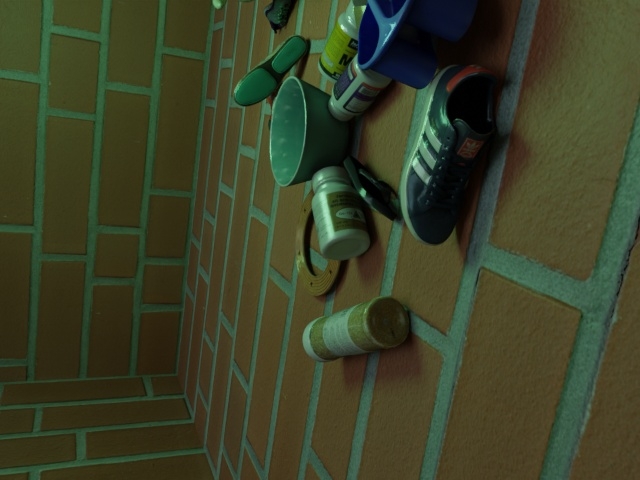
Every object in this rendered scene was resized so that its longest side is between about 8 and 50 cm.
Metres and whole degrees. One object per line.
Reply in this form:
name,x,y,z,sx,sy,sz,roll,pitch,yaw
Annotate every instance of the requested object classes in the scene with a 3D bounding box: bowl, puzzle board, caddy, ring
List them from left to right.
bowl,-0.025,-0.303,1.609,0.311,0.163,0.311,-178,90,-68
ring,0.000,0.000,1.686,0.337,0.032,0.336,-176,90,-66
puzzle board,0.133,-0.507,1.319,0.128,0.011,0.096,19,130,46
caddy,0.166,-0.463,1.103,0.341,0.179,0.241,-85,22,-45

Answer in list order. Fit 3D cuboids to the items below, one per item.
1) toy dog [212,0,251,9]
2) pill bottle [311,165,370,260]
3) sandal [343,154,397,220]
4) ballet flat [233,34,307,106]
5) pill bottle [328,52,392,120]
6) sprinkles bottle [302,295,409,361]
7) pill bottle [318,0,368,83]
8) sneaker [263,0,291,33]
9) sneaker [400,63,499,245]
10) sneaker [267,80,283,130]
toy dog,-0.196,-0.947,1.827,0.395,0.284,0.408,-45,31,-12
pill bottle,0.046,-0.075,1.473,0.131,0.131,0.229,127,139,-51
sandal,0.123,-0.143,1.373,0.054,0.097,0.254,-45,42,18
ballet flat,-0.171,-0.578,1.917,0.316,0.107,0.106,-38,25,5
pill bottle,0.095,-0.390,1.431,0.193,0.108,0.108,141,128,-58
sprinkles bottle,0.076,0.227,1.384,0.355,0.121,0.121,146,123,-60
pill bottle,0.083,-0.519,1.457,0.208,0.119,0.119,123,142,-48
sneaker,-0.135,-0.845,2.050,0.224,0.083,0.098,-7,104,68
sneaker,0.248,-0.156,1.042,0.148,0.131,0.350,-153,69,-68
sneaker,-0.122,-0.508,1.951,0.145,0.090,0.270,-38,48,46
